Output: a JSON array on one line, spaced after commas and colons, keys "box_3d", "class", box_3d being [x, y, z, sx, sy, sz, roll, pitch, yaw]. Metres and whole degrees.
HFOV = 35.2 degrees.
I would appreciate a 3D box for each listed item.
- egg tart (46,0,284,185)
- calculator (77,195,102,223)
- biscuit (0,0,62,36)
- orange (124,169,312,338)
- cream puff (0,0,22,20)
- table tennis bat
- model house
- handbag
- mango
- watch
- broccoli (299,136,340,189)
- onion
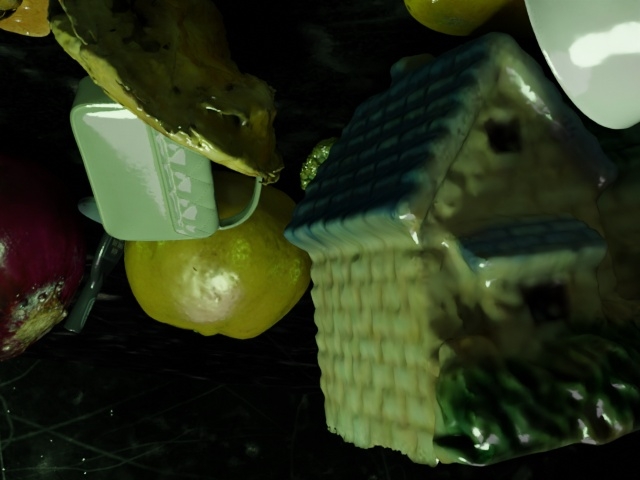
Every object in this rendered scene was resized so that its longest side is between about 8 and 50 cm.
[{"box_3d": [-0.134, -0.170, 0.986, 0.297, 0.132, 0.297, 37, -169, -8], "class": "egg tart"}, {"box_3d": [-0.321, -0.040, 1.632, 0.095, 0.021, 0.153, -13, 152, 42], "class": "calculator"}, {"box_3d": [-0.307, -0.252, 1.009, 0.118, 0.023, 0.140, 19, 157, -35], "class": "biscuit"}, {"box_3d": [-0.149, 0.026, 1.460, 0.279, 0.235, 0.279, 12, 163, 4], "class": "orange"}, {"box_3d": [-0.320, -0.249, 0.889, 0.104, 0.119, 0.133, -36, 125, 6], "class": "cream puff"}, {"box_3d": [-0.325, 0.028, 1.524, 0.027, 0.236, 0.150, 25, 174, 0], "class": "table tennis bat"}, {"box_3d": [0.221, -0.022, 1.002, 0.446, 0.399, 0.395, -8, 175, -16], "class": "model house"}, {"box_3d": [-0.176, -0.100, 1.235, 0.219, 0.079, 0.256, 1, 138, 4], "class": "handbag"}, {"box_3d": [0.150, -0.223, 0.910, 0.161, 0.076, 0.103, 10, 156, -25], "class": "mango"}, {"box_3d": [0.206, -0.203, 0.716, 0.196, 0.231, 0.244, -11, 159, 44], "class": "watch"}, {"box_3d": [0.037, -0.072, 1.308, 0.130, 0.120, 0.131, 23, 125, -6], "class": "broccoli"}, {"box_3d": [-0.464, -0.001, 1.428, 0.282, 0.260, 0.337, 43, -177, 19], "class": "onion"}]
